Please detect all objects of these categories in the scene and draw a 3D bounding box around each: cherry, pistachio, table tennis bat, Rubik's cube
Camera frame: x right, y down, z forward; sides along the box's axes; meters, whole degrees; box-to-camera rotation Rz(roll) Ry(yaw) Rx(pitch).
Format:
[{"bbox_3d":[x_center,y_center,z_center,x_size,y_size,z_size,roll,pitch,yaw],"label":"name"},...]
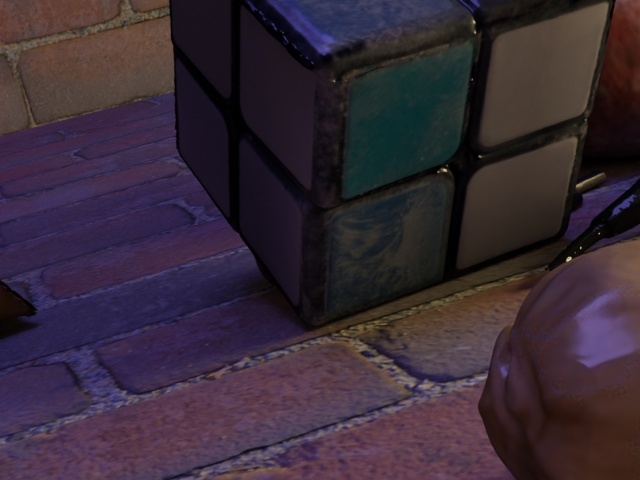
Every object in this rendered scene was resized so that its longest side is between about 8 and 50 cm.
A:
[{"bbox_3d":[0.318,-0.235,1.615,0.335,0.291,0.326,2,26,20],"label":"cherry"},{"bbox_3d":[0.195,0.078,0.776,0.229,0.157,0.157,-18,14,-42],"label":"pistachio"},{"bbox_3d":[0.257,-0.046,1.450,0.158,0.014,0.095,-23,16,-30],"label":"table tennis bat"},{"bbox_3d":[0.052,-0.156,1.255,0.318,0.313,0.316,-18,45,-22],"label":"Rubik's cube"}]

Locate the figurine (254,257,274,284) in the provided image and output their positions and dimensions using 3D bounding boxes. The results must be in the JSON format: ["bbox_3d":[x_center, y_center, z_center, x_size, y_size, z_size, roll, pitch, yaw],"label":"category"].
[{"bbox_3d":[0.000,-0.001,1.405,0.154,0.082,0.098,-21,-3,-31],"label":"figurine"}]

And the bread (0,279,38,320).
[{"bbox_3d":[-0.501,0.109,1.415,0.248,0.279,0.315,12,71,61],"label":"bread"}]

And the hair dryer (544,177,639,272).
[{"bbox_3d":[0.356,-0.057,1.234,0.359,0.120,0.304,-34,9,-26],"label":"hair dryer"}]
